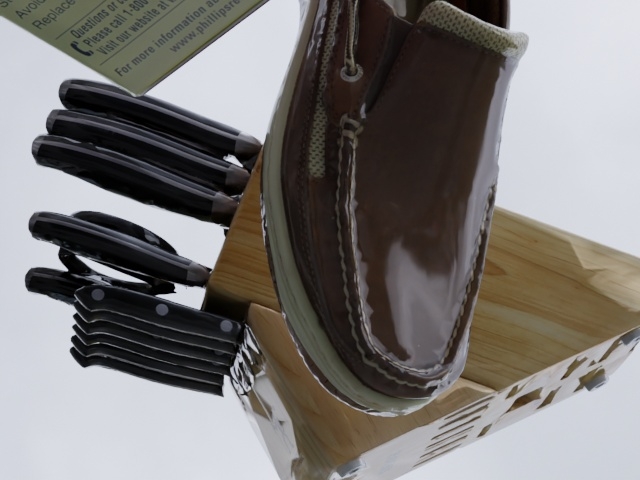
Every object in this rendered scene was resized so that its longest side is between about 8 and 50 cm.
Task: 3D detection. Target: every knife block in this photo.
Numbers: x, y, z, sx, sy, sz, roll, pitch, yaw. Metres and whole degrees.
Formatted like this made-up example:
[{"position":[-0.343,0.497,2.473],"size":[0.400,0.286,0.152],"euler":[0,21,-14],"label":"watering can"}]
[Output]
[{"position":[0.000,0.000,0.866],"size":[0.242,0.276,0.088],"euler":[61,-21,18],"label":"knife block"}]

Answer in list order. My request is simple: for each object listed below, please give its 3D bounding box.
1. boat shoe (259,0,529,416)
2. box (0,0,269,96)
[{"position":[0.035,-0.063,0.691],"size":[0.095,0.095,0.257],"euler":[-34,-130,52],"label":"boat shoe"},{"position":[-0.117,-0.208,0.615],"size":[0.117,0.213,0.243],"euler":[-32,-46,33],"label":"box"}]
